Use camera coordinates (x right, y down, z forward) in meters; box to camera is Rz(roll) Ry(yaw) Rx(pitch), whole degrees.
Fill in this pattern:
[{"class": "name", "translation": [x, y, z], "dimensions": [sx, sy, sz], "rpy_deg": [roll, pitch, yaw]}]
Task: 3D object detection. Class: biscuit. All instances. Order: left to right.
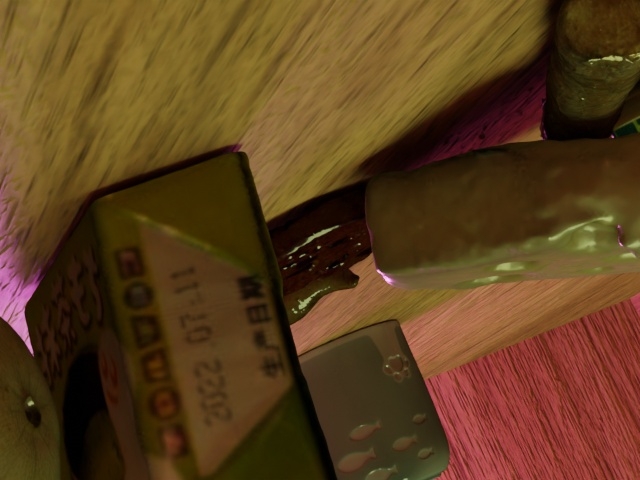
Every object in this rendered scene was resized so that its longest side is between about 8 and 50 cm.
[{"class": "biscuit", "translation": [0.000, 0.000, 1.469], "dimensions": [0.192, 0.049, 0.192], "rpy_deg": [-27, 164, -8]}]

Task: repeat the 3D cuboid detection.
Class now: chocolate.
[{"class": "chocolate", "translation": [-0.126, 0.118, 1.168], "dimensions": [0.137, 0.289, 0.301], "rpy_deg": [-6, 162, -27]}]

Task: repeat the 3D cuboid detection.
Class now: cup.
[{"class": "cup", "translation": [0.029, 0.329, 2.491], "dimensions": [0.356, 0.274, 0.259], "rpy_deg": [-22, 168, -16]}]

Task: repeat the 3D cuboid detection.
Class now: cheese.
[{"class": "cheese", "translation": [0.204, -0.020, 1.348], "dimensions": [0.326, 0.115, 0.318], "rpy_deg": [-4, 174, -9]}]

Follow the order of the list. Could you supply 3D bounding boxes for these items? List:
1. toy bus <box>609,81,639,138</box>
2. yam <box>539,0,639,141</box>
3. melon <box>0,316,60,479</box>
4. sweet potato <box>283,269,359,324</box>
[{"class": "toy bus", "translation": [0.372, -0.128, 1.488], "dimensions": [0.175, 0.101, 0.088], "rpy_deg": [-26, -162, 15]}, {"class": "yam", "translation": [0.229, -0.134, 1.242], "dimensions": [0.081, 0.081, 0.357], "rpy_deg": [-24, 170, 2]}, {"class": "melon", "translation": [-0.330, 0.158, 0.947], "dimensions": [0.330, 0.268, 0.268], "rpy_deg": [-18, 170, 11]}, {"class": "sweet potato", "translation": [-0.048, 0.071, 1.683], "dimensions": [0.069, 0.059, 0.249], "rpy_deg": [-31, 180, -39]}]
